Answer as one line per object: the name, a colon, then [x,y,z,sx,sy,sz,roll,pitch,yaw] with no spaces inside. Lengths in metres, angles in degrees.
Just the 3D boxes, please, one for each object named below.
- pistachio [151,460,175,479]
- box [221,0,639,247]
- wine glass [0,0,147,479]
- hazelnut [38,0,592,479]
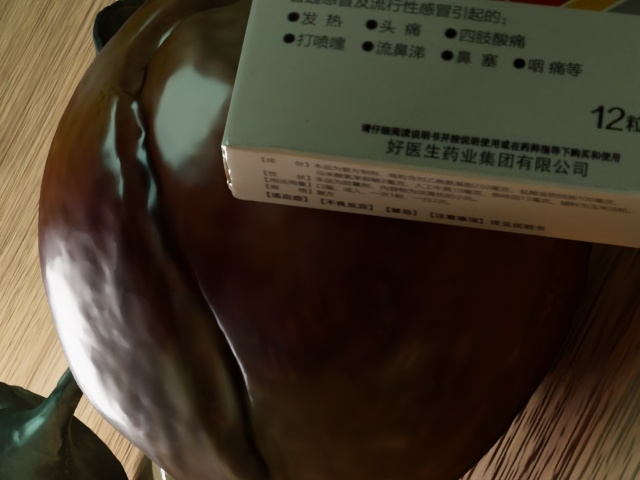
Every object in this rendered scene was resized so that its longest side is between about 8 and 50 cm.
pistachio: [-0.070,0.159,1.426,0.108,0.126,0.185,65,-144,-67]
box: [0.139,-0.108,1.013,0.069,0.353,0.214,85,-166,-64]
wine glass: [-0.155,0.042,1.545,0.406,0.267,0.267,-58,24,21]
hazelnut: [0.000,0.000,1.190,0.372,0.315,0.372,-7,78,34]
